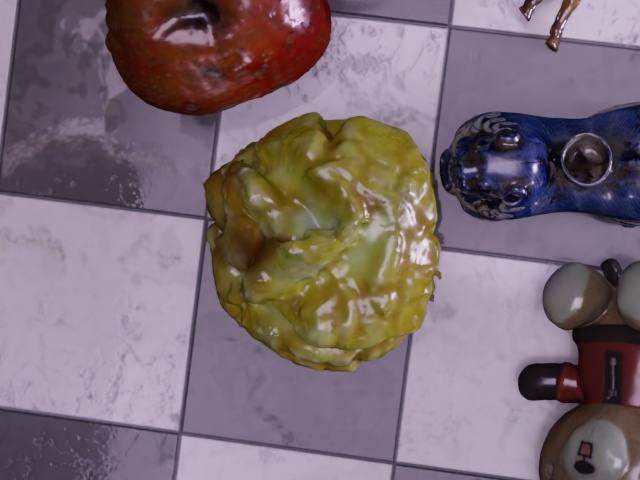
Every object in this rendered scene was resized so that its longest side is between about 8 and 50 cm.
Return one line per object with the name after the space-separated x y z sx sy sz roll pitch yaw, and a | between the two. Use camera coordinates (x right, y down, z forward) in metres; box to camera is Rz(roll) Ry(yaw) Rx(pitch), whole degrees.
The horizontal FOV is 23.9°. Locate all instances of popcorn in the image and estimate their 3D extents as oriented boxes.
0.008 0.006 1.607 0.247 0.282 0.282 -9 90 -7 | popcorn

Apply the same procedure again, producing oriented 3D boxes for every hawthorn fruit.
-0.110 -0.259 1.625 0.262 0.258 0.258 -8 90 -25 | hawthorn fruit

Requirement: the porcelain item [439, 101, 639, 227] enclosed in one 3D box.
0.272 -0.085 1.617 0.288 0.186 0.138 1 89 4 | porcelain item

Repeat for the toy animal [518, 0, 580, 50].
0.326 -0.305 1.676 0.275 0.054 0.149 -15 92 4 | toy animal

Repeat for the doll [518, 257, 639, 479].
0.329 0.183 1.631 0.235 0.174 0.330 1 88 35 | doll
